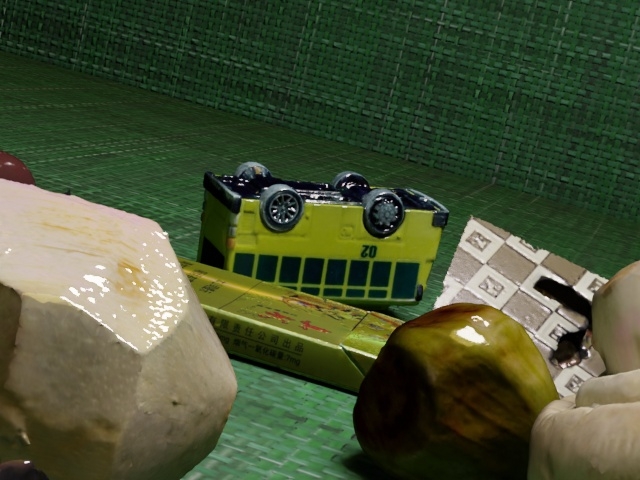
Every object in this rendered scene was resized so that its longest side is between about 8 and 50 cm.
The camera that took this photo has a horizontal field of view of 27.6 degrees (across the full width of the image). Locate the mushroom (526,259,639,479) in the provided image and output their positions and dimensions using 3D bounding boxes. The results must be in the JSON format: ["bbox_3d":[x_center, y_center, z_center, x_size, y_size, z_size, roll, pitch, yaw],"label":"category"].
[{"bbox_3d":[0.257,0.125,0.885,0.254,0.234,0.260,-9,-5,-9],"label":"mushroom"}]

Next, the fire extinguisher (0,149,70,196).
[{"bbox_3d":[-0.397,-0.064,1.392,0.337,0.114,0.135,22,34,34],"label":"fire extinguisher"}]

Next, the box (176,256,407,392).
[{"bbox_3d":[-0.041,0.083,1.285,0.311,0.043,0.173,16,11,10],"label":"box"}]

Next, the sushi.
[{"bbox_3d":[0.248,0.105,1.321,0.280,0.043,0.192,23,48,5],"label":"sushi"}]

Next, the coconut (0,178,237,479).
[{"bbox_3d":[-0.164,0.082,0.733,0.237,0.197,0.237,16,21,-6],"label":"coconut"}]

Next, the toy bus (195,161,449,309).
[{"bbox_3d":[0.000,0.000,1.480,0.262,0.150,0.128,4,15,-22],"label":"toy bus"}]

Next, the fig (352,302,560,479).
[{"bbox_3d":[0.116,0.127,1.009,0.166,0.144,0.154,34,46,-2],"label":"fig"}]

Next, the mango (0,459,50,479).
[{"bbox_3d":[-0.028,0.189,0.462,0.201,0.152,0.287,-2,17,-38],"label":"mango"}]
